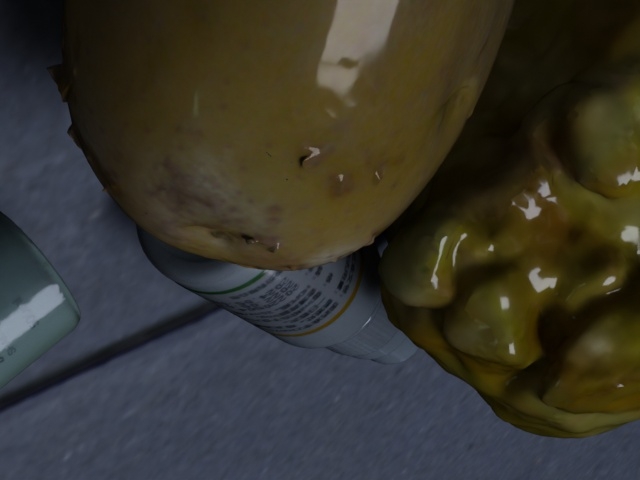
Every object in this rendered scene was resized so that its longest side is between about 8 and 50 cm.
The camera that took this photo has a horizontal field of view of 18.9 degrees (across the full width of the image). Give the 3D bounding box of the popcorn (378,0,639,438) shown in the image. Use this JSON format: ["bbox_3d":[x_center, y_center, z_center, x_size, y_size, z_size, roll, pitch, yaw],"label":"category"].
[{"bbox_3d":[0.122,-0.029,0.825,0.191,0.190,0.253,-34,175,20],"label":"popcorn"}]

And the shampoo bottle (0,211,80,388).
[{"bbox_3d":[-0.172,0.068,0.654,0.195,0.056,0.056,-41,152,-15],"label":"shampoo bottle"}]

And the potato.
[{"bbox_3d":[0.002,-0.103,0.594,0.150,0.146,0.234,-115,-137,-71],"label":"potato"}]

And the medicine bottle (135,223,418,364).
[{"bbox_3d":[0.000,0.000,0.820,0.092,0.061,0.220,-67,155,-6],"label":"medicine bottle"}]
